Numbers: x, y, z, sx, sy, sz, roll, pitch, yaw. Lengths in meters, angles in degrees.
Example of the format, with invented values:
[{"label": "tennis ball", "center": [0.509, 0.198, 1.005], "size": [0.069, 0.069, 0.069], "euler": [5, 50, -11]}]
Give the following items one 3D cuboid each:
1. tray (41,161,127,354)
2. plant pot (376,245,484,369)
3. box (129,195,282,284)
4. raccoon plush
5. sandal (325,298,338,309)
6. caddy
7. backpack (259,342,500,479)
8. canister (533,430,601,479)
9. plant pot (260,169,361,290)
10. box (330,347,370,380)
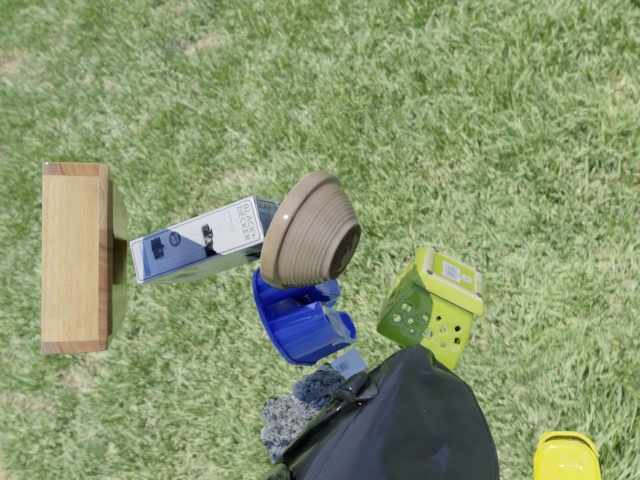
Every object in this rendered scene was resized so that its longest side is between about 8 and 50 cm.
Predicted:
[{"label": "tray", "center": [-0.313, 0.026, 0.841], "size": [0.076, 0.411, 0.203], "euler": [0, 88, -15]}, {"label": "plant pot", "center": [0.298, 0.157, 1.568], "size": [0.227, 0.228, 0.207], "euler": [27, 117, 2]}, {"label": "box", "center": [-0.200, 0.006, 1.177], "size": [0.289, 0.169, 0.087], "euler": [-18, 80, 21]}, {"label": "raccoon plush", "center": [-0.002, 0.548, 1.571], "size": [0.299, 0.216, 0.447], "euler": [-44, 49, 55]}, {"label": "sandal", "center": [-0.014, 0.223, 1.815], "size": [0.138, 0.318, 0.126], "euler": [28, 56, 26]}, {"label": "caddy", "center": [-0.050, 0.171, 1.445], "size": [0.179, 0.341, 0.242], "euler": [-26, 70, 10]}, {"label": "backpack", "center": [0.013, 0.308, 0.570], "size": [0.273, 0.355, 0.290], "euler": [44, 48, 0]}, {"label": "canister", "center": [0.286, 0.288, 0.695], "size": [0.073, 0.170, 0.126], "euler": [-5, 74, 21]}, {"label": "plant pot", "center": [0.000, 0.000, 1.118], "size": [0.109, 0.237, 0.237], "euler": [28, 80, 19]}, {"label": "box", "center": [0.096, 0.433, 1.835], "size": [0.130, 0.171, 0.091], "euler": [-33, 41, -5]}]
